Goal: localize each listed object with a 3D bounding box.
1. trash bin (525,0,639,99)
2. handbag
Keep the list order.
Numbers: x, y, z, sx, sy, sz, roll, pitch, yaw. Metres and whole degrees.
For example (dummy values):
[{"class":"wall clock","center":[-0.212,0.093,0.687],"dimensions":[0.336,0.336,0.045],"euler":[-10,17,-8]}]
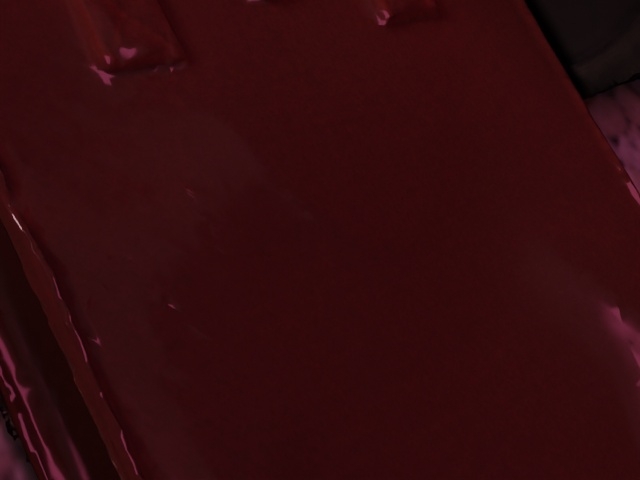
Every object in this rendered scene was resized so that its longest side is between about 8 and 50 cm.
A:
[{"class":"trash bin","center":[0.192,-0.190,0.567],"dimensions":[0.302,0.252,0.203],"euler":[-21,44,-35]},{"class":"handbag","center":[0.001,0.000,0.431],"dimensions":[0.260,0.084,0.275],"euler":[-17,76,-36]}]
